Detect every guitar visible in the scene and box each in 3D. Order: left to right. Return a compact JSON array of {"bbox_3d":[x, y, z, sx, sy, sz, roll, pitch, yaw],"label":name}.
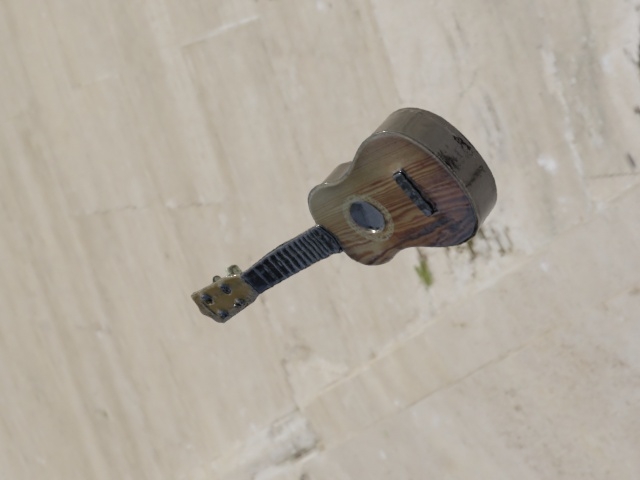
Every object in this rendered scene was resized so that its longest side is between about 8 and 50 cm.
[{"bbox_3d":[0.001,-0.001,0.710,0.084,0.038,0.271,49,138,-10],"label":"guitar"}]
